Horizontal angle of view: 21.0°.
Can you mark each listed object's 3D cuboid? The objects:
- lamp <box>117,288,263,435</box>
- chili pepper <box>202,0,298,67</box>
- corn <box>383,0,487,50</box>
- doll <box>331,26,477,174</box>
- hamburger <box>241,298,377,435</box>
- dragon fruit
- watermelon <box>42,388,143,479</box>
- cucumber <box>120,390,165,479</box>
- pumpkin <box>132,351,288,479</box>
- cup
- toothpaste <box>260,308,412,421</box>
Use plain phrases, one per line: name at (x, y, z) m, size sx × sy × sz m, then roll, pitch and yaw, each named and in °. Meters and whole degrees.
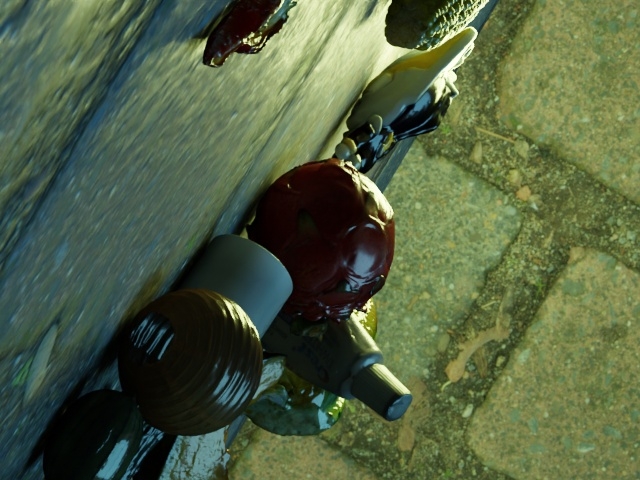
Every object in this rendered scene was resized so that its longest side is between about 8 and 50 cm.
lamp at (-0.118, 0.112, 1.573) m, size 0.136 × 0.136 × 0.136 m, roll -58°, pitch 175°, yaw -7°
chili pepper at (-0.055, -0.150, 1.222) m, size 0.045 × 0.027 × 0.178 m, roll -67°, pitch 173°, yaw 31°
corn at (0.146, -0.292, 2.058) m, size 0.097 × 0.097 × 0.261 m, roll -62°, pitch 173°, yaw 36°
doll at (0.094, -0.162, 2.283) m, size 0.316 × 0.103 × 0.145 m, roll -47°, pitch 147°, yaw -19°
hamburger at (-0.024, 0.125, 2.213) m, size 0.167 × 0.192 × 0.288 m, roll -47°, pitch -168°, yaw 26°
dragon fruit at (0.000, 0.000, 1.939) m, size 0.172 × 0.172 × 0.209 m, roll 107°, pitch -14°, yaw -72°
watermelon at (-0.198, 0.177, 1.505) m, size 0.110 × 0.078 × 0.078 m, roll -59°, pitch 176°, yaw -15°
cucumber at (-0.252, 0.274, 1.627) m, size 0.293 × 0.067 × 0.067 m, roll -54°, pitch 174°, yaw -17°
pumpkin at (-0.175, 0.237, 2.061) m, size 0.148 × 0.169 × 0.312 m, roll 7°, pitch 111°, yaw -44°
cup at (-0.104, 0.080, 1.742) m, size 0.133 × 0.099 × 0.136 m, roll -57°, pitch 174°, yaw -30°
toothpaste at (-0.004, 0.111, 2.013) m, size 0.099 × 0.282 × 0.068 m, roll -46°, pitch 153°, yaw -12°
